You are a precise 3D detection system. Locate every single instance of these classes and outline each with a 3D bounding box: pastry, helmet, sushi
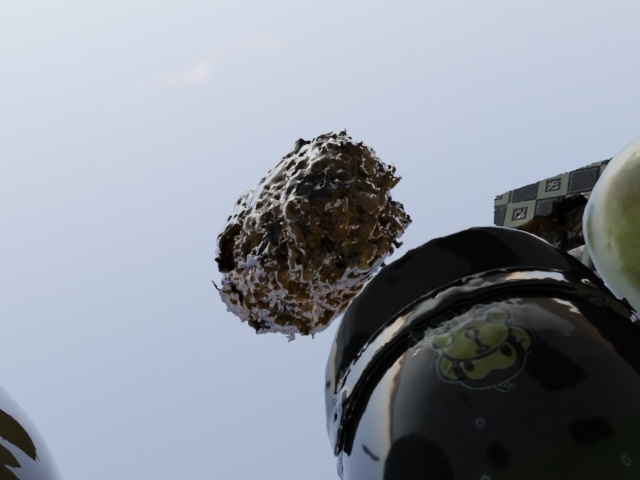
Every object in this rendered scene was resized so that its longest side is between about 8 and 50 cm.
[{"bbox_3d":[0.000,0.000,0.873,0.275,0.193,0.275,-36,-157,18],"label":"pastry"},{"bbox_3d":[0.124,0.142,0.426,0.231,0.278,0.160,-24,-162,4],"label":"helmet"},{"bbox_3d":[0.316,-0.006,0.897,0.210,0.040,0.192,-17,-135,32],"label":"sushi"}]

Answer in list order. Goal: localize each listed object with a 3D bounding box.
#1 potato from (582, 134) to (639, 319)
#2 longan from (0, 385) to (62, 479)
[{"bbox_3d":[0.314,-0.014,0.508,0.149,0.228,0.197,-4,-117,-49],"label":"potato"},{"bbox_3d":[-0.251,0.151,0.292,0.289,0.350,0.288,-2,-103,7],"label":"longan"}]
